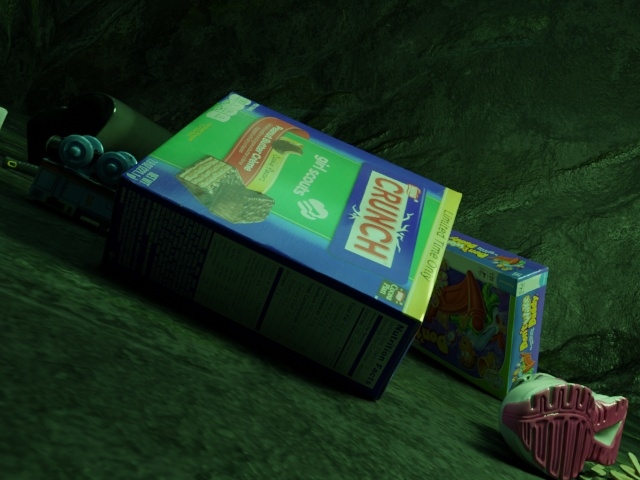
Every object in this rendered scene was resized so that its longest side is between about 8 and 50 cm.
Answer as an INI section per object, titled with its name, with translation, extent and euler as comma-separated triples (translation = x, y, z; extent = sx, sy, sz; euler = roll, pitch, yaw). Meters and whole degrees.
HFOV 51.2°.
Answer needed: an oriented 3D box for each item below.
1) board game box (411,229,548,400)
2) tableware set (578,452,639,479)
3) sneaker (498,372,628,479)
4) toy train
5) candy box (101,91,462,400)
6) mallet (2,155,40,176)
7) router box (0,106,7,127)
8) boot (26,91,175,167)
[board game box]
translation = 0.241, 0.108, 1.229
extent = 0.078, 0.233, 0.347
euler = -16, 26, -32
[tableware set]
translation = 0.387, 0.294, 0.794
extent = 0.128, 0.039, 0.194
euler = 26, 1, 32
[sneaker]
translation = 0.256, 0.205, 0.761
extent = 0.111, 0.103, 0.252
euler = 10, -9, 42
[toy train]
translation = -0.277, -0.066, 0.868
extent = 0.184, 0.105, 0.080
euler = 25, 6, -7
[candy box]
translation = -0.025, -0.014, 0.739
extent = 0.317, 0.122, 0.268
euler = 26, 35, 3
[mallet]
translation = -0.392, -0.101, 1.038
extent = 0.189, 0.062, 0.039
euler = 25, -1, -10
[router box]
translation = -0.684, -0.252, 0.953
extent = 0.301, 0.082, 0.335
euler = 26, 1, 17
[boot]
translation = -0.275, -0.183, 1.299
extent = 0.445, 0.367, 0.146
euler = 31, 34, -57
